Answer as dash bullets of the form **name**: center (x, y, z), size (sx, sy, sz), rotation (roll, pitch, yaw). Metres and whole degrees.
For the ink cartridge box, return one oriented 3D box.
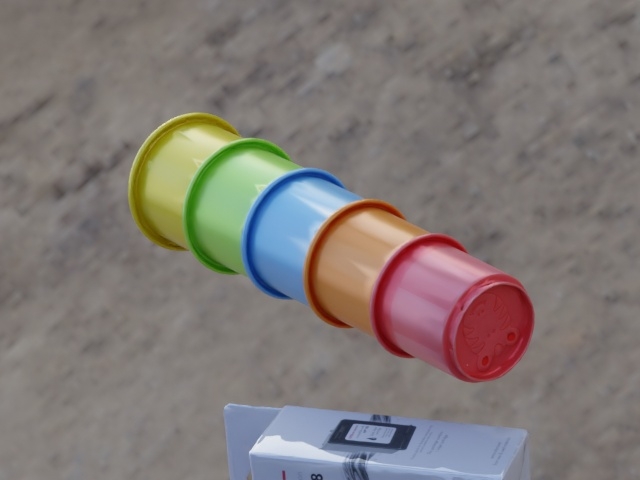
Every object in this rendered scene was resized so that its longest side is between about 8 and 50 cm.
- **ink cartridge box**: center (0.023, 0.154, 1.098), size (0.180, 0.104, 0.060), rotation (3, 24, 19)

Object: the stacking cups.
- **stacking cups**: center (0.000, 0.000, 1.183), size (0.096, 0.096, 0.316), rotation (-48, 36, -13)
